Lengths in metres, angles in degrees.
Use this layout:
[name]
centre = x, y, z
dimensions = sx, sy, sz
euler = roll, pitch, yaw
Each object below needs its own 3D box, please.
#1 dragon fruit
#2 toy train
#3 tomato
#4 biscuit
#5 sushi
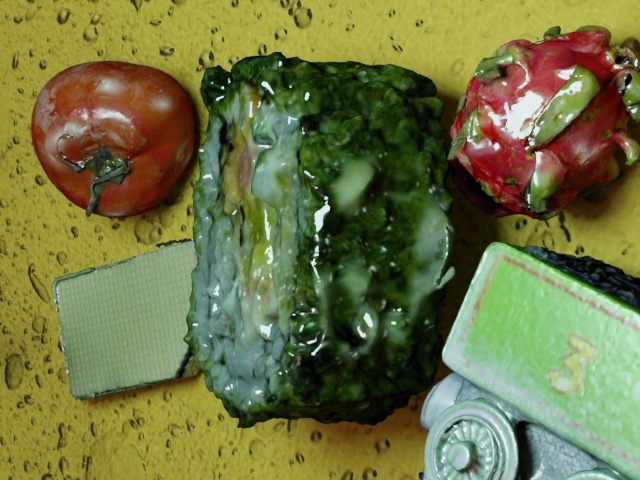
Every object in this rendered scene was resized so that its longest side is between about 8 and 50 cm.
[dragon fruit]
centre = 0.202, -0.104, 1.455
dimensions = 0.172, 0.160, 0.166
euler = -49, 38, 31
[toy train]
centre = 0.236, 0.154, 1.426
dimensions = 0.307, 0.173, 0.249
euler = 30, 102, 37
[tomato]
centre = -0.219, -0.114, 1.831
dimensions = 0.187, 0.151, 0.187
euler = 5, 122, 8
[biscuit]
centre = -0.198, 0.088, 1.875
dimensions = 0.252, 0.052, 0.150
euler = -17, 84, 42
[sushi]
centre = 0.000, 0.000, 1.562
dimensions = 0.294, 0.178, 0.352
euler = 177, 96, -65
